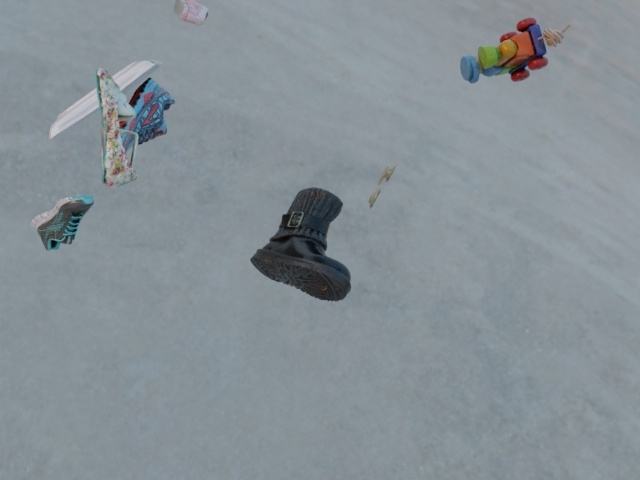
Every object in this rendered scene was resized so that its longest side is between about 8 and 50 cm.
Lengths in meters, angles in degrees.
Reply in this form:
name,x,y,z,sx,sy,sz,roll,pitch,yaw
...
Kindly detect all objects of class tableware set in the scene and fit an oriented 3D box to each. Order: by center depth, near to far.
name,x,y,z,sx,sy,sz,roll,pitch,yaw
tableware set,0.172,-0.154,2.350,0.020,0.141,0.168,27,-1,-2

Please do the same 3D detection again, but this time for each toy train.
name,x,y,z,sx,sy,sz,roll,pitch,yaw
toy train,0.387,-0.389,1.671,0.143,0.105,0.248,-16,-1,-11

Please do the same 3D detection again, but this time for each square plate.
name,x,y,z,sx,sy,sz,roll,pitch,yaw
square plate,-0.593,-0.407,2.281,0.049,0.347,0.344,55,1,-14

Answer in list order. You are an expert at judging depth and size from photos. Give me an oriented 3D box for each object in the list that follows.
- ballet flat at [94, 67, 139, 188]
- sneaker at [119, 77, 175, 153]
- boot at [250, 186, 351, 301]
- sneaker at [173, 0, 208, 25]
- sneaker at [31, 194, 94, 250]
name,x,y,z,sx,sy,sz,roll,pitch,yaw
ballet flat,-0.402,-0.222,1.633,0.077,0.241,0.091,-5,-1,-12
sneaker,-0.471,-0.311,2.212,0.125,0.104,0.262,33,65,-22
boot,-0.003,-0.003,2.112,0.347,0.260,0.131,18,-28,43
sneaker,-0.306,-0.548,1.953,0.070,0.051,0.134,13,29,-26
sneaker,-0.475,-0.032,1.547,0.065,0.166,0.076,-10,76,-51
